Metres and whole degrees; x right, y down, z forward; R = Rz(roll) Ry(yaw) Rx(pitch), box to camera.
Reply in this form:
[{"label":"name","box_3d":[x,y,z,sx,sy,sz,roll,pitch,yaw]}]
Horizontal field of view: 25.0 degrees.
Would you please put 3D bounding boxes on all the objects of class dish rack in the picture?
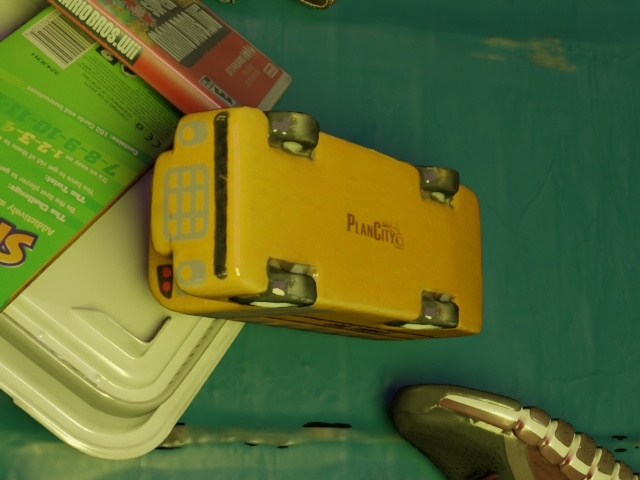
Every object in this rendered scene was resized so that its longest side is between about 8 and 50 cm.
[{"label":"dish rack","box_3d":[-0.177,-0.046,0.962,0.333,0.072,0.285,39,45,-5]}]

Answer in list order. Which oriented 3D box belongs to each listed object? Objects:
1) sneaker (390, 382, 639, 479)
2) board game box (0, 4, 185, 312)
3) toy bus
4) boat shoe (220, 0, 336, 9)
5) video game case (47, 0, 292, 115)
[{"label":"sneaker","box_3d":[0.157,0.223,1.037,0.281,0.106,0.162,28,69,-12]},{"label":"board game box","box_3d":[-0.189,-0.048,0.879,0.124,0.039,0.259,41,41,-2]},{"label":"toy bus","box_3d":[0.000,0.000,0.931,0.333,0.130,0.108,13,75,-57]},{"label":"boat shoe","box_3d":[-0.069,-0.218,1.115,0.183,0.066,0.066,27,70,-1]},{"label":"video game case","box_3d":[-0.147,-0.179,1.012,0.285,0.204,0.025,39,107,-6]}]
